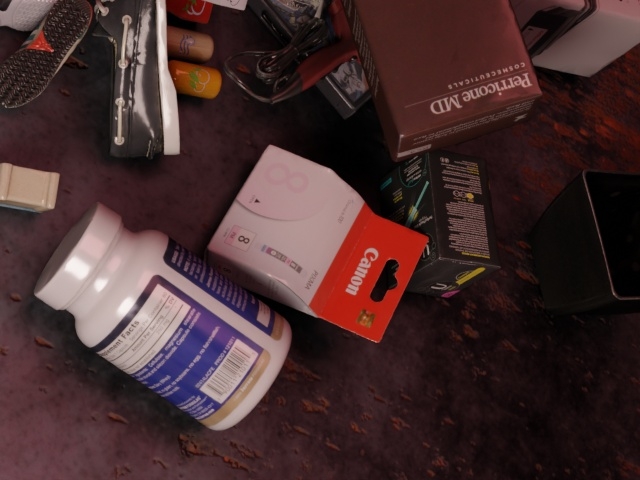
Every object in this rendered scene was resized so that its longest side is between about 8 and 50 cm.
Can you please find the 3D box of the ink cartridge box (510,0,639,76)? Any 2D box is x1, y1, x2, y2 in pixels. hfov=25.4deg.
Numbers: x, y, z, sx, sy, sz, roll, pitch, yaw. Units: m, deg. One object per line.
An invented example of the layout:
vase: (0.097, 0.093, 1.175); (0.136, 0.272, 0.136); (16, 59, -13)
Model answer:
ink cartridge box: (0.287, -0.426, 2.095); (0.395, 0.166, 0.285); (5, 62, -38)

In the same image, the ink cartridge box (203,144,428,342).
ink cartridge box: (0.000, 0.000, 1.743); (0.232, 0.066, 0.189); (20, 53, 11)

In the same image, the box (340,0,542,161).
box: (0.126, -0.313, 1.801); (0.191, 0.143, 0.381); (-18, 82, -3)

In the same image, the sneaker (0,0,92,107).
sneaker: (-0.320, -0.219, 1.657); (0.057, 0.161, 0.075); (40, 7, -5)

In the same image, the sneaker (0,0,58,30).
sneaker: (-0.415, -0.338, 1.648); (0.269, 0.101, 0.153); (5, 66, -39)

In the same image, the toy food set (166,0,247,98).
toy food set: (-0.165, -0.304, 1.773); (0.104, 0.111, 0.232); (7, 106, -32)

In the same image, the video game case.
video game case: (0.036, -0.336, 1.995); (0.248, 0.035, 0.275); (50, 51, -5)

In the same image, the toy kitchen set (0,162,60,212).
toy kitchen set: (-0.377, -0.144, 1.594); (0.166, 0.122, 0.207); (10, 84, -31)

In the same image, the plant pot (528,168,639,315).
plant pot: (0.403, 0.021, 1.997); (0.188, 0.167, 0.187); (2, 68, -35)

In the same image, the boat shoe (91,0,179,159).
boat shoe: (-0.224, -0.245, 1.672); (0.091, 0.114, 0.302); (-7, 95, -9)

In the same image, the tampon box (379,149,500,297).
tampon box: (0.156, -0.022, 1.877); (0.101, 0.120, 0.161); (9, 64, -30)

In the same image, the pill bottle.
pill bottle: (-0.176, 0.082, 1.580); (0.265, 0.153, 0.153); (37, 53, -15)

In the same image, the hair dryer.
hair dryer: (0.018, -0.247, 1.888); (0.294, 0.080, 0.223); (17, 70, -15)
